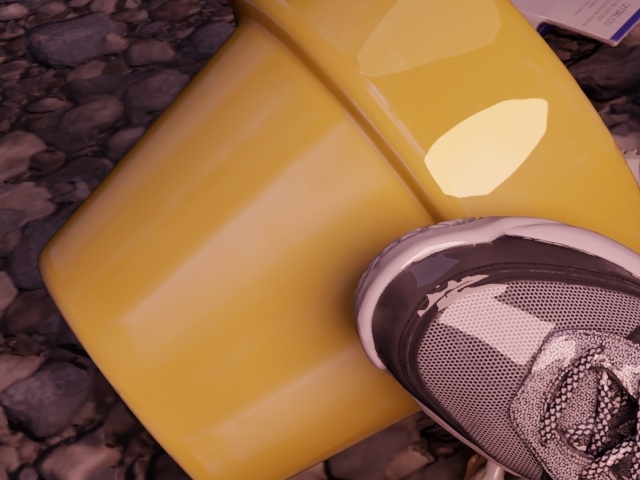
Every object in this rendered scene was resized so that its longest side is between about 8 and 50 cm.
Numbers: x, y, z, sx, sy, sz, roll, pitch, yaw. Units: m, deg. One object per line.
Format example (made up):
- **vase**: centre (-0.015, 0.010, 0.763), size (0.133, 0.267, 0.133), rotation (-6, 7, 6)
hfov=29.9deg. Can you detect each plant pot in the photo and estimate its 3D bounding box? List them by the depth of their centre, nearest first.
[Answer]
- **plant pot**: centre (0.000, 0.000, 0.616), size (0.239, 0.254, 0.254), rotation (-39, 44, -4)

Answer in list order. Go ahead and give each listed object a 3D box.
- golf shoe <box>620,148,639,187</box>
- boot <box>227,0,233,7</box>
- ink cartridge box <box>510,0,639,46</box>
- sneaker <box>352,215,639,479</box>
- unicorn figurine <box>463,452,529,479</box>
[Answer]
- **golf shoe**: centre (0.206, 0.006, 0.696), size (0.086, 0.069, 0.176), rotation (-40, 46, -24)
- **boot**: centre (-0.011, -0.230, 1.049), size (0.114, 0.037, 0.106), rotation (14, 57, 31)
- **ink cartridge box**: centre (0.118, -0.240, 0.973), size (0.371, 0.069, 0.176), rotation (26, 54, 32)
- **sneaker**: centre (0.138, 0.085, 0.431), size (0.268, 0.101, 0.153), rotation (28, 14, -10)
- **unicorn figurine**: centre (0.085, 0.141, 0.548), size (0.060, 0.111, 0.162), rotation (38, 23, -1)
